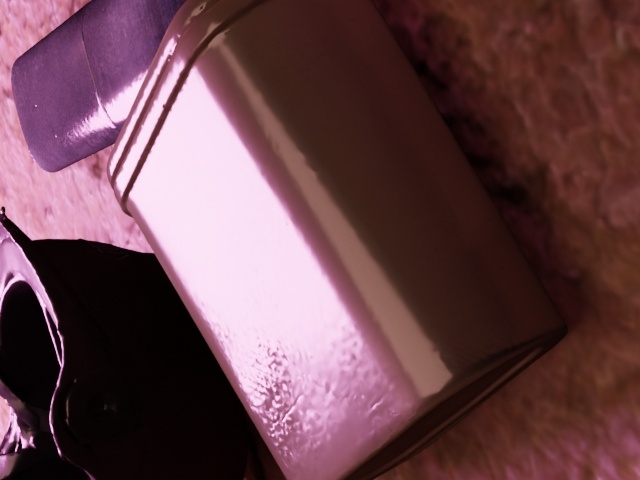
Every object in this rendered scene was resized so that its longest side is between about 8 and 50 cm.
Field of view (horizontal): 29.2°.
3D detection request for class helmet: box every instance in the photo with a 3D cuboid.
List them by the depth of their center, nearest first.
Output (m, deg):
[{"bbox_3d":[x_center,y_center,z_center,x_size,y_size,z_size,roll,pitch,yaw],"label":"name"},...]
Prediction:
[{"bbox_3d":[-0.147,0.113,0.904,0.225,0.177,0.305,30,122,58],"label":"helmet"}]

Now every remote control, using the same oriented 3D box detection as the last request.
[{"bbox_3d":[-0.145,-0.134,0.911,0.377,0.044,0.107,-14,87,57],"label":"remote control"}]

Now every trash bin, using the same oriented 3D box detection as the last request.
[{"bbox_3d":[0.000,0.000,0.692,0.247,0.121,0.243,58,145,16],"label":"trash bin"}]
